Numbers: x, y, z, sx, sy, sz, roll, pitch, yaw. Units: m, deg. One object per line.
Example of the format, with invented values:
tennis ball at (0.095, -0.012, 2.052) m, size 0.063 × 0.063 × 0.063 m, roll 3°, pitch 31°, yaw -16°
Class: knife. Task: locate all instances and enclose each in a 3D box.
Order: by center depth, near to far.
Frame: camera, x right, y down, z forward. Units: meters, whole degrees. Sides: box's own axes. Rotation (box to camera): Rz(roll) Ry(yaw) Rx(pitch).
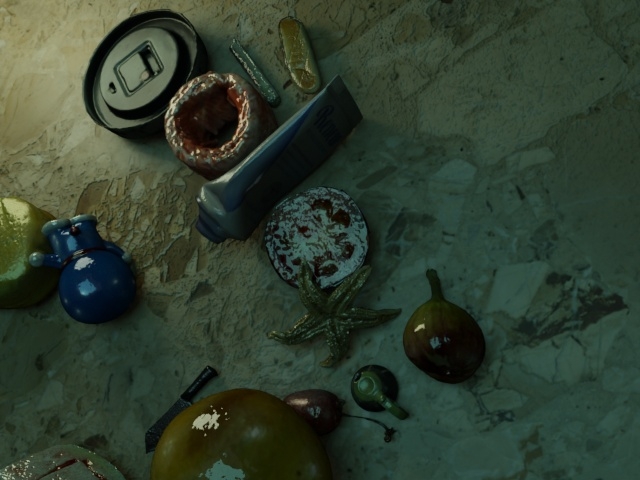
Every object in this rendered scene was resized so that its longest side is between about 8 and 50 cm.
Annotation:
knife at (-0.293, 0.363, 1.565) m, size 0.060 × 0.028 × 0.230 m, roll 43°, pitch 92°, yaw 9°

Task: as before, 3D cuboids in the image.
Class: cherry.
cherry at (0.031, 0.343, 1.434) m, size 0.225 × 0.107 × 0.090 m, roll 12°, pitch 82°, yaw 16°

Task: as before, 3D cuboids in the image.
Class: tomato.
tomato at (-0.001, 0.002, 1.543) m, size 0.224 × 0.085 × 0.225 m, roll -3°, pitch 74°, yaw 10°

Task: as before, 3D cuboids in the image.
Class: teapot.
teapot at (0.113, 0.288, 1.433) m, size 0.124 × 0.091 × 0.092 m, roll 10°, pitch 80°, yaw 18°

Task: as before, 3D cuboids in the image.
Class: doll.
doll at (-0.514, 0.065, 1.630) m, size 0.215 × 0.161 × 0.257 m, roll -17°, pitch 66°, yaw -27°

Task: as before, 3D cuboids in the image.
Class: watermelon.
watermelon at (-0.542, 0.552, 1.488) m, size 0.213 × 0.201 × 0.262 m, roll 32°, pitch 89°, yaw 29°

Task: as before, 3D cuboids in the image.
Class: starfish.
starfish at (0.022, 0.140, 1.474) m, size 0.277 × 0.062 × 0.236 m, roll -10°, pitch 104°, yaw 2°

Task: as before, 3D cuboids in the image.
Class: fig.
fig at (0.214, 0.165, 1.421) m, size 0.143 × 0.160 × 0.231 m, roll -43°, pitch 47°, yaw 9°

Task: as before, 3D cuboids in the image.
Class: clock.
clock at (-0.413, -0.393, 1.749) m, size 0.325 × 0.067 × 0.325 m, roll -9°, pitch 67°, yaw 22°

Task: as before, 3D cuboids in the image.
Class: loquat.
loquat at (-0.141, 0.441, 1.306) m, size 0.328 × 0.359 × 0.329 m, roll 1°, pitch 108°, yaw 3°

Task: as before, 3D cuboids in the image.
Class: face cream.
face cream at (-0.091, -0.154, 1.536) m, size 0.420 × 0.235 × 0.137 m, roll -43°, pitch 70°, yaw 3°

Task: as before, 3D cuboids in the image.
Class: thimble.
thimble at (-0.214, -0.243, 1.631) m, size 0.239 × 0.162 × 0.239 m, roll -5°, pitch 75°, yaw 18°

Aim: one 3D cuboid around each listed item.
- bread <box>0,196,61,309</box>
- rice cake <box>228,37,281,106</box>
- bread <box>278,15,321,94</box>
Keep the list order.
bread at (-0.722, 0.029, 1.704) m, size 0.269 × 0.148 × 0.270 m, roll -3°, pitch 67°, yaw 7°
rice cake at (-0.155, -0.390, 1.718) m, size 0.033 × 0.033 × 0.208 m, roll -35°, pitch 69°, yaw 1°
bread at (-0.048, -0.415, 1.686) m, size 0.073 × 0.053 × 0.214 m, roll -20°, pitch 69°, yaw 6°
